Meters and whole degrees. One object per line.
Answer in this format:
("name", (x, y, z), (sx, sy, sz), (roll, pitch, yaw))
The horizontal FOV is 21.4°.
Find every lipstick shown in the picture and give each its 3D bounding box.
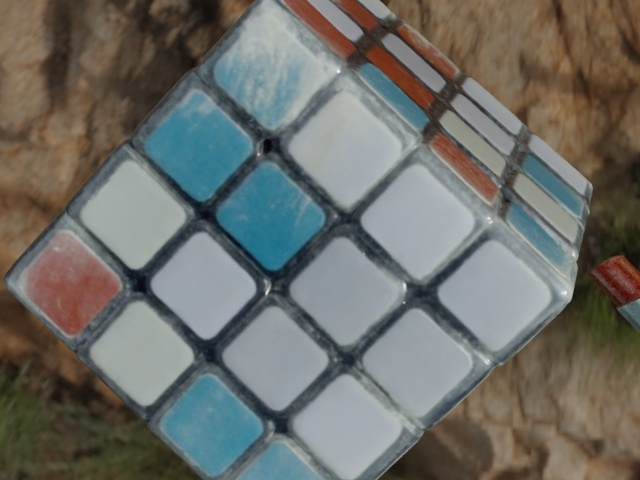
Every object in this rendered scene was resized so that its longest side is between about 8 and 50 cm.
("lipstick", (0.334, 0.110, 1.483), (0.274, 0.061, 0.068), (49, 135, 27))

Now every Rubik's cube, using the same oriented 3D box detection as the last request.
("Rubik's cube", (-0.001, -0.001, 1.099), (0.256, 0.253, 0.259), (42, 110, -1))
